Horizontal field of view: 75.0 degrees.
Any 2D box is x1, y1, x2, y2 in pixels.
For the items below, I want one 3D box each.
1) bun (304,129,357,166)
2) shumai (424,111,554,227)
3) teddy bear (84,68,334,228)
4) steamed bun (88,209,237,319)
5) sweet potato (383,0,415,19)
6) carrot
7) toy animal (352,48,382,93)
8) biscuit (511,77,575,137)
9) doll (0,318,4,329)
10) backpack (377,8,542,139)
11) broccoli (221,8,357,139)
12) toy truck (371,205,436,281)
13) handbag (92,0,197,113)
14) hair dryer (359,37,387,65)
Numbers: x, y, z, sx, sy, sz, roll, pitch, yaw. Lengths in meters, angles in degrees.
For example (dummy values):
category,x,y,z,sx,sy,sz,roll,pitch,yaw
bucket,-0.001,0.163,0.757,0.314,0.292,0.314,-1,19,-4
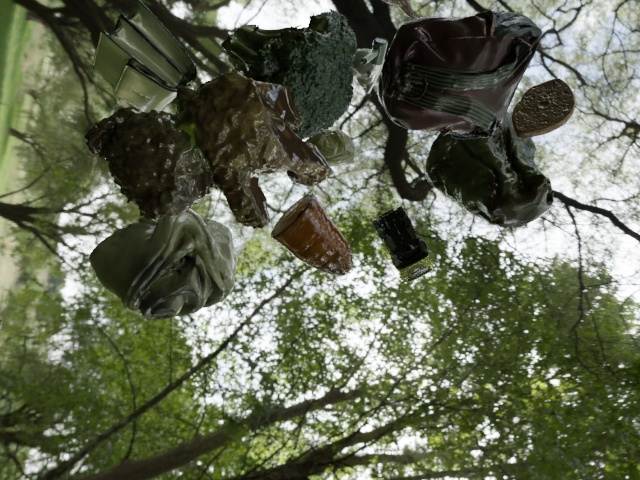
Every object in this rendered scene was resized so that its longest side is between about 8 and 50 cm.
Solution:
category,x,y,z,sx,sy,sz,roll,pitch,yaw
bun,0.024,-0.332,1.511,0.220,0.220,0.135,14,-66,53
shumai,0.551,-0.197,1.302,0.324,0.397,0.324,-53,-147,28
teddy bear,-0.135,-0.123,0.612,0.222,0.296,0.247,-31,-98,17
steamed bun,-0.400,0.083,1.119,0.339,0.352,0.247,-35,-140,10
sweet potato,0.296,-0.999,1.713,0.059,0.281,0.067,-43,-131,44
carrot,0.000,0.000,1.096,0.159,0.225,0.159,-46,-168,12
toy animal,0.080,-0.627,1.493,0.282,0.140,0.139,15,-93,12
biscuit,0.601,-0.354,1.123,0.141,0.029,0.221,25,-110,32
doll,-0.572,0.097,0.670,0.114,0.057,0.228,34,-44,25
backpack,0.287,-0.359,0.922,0.197,0.316,0.284,-110,-156,-45
broccoli,-0.066,-0.345,0.893,0.283,0.321,0.304,35,-39,8
toy truck,0.282,0.015,1.412,0.124,0.157,0.272,-29,-137,10
handbag,-0.528,-0.512,1.245,0.358,0.236,0.160,10,-117,58
hair dryer,0.135,-0.485,1.106,0.037,0.124,0.063,28,-38,17
